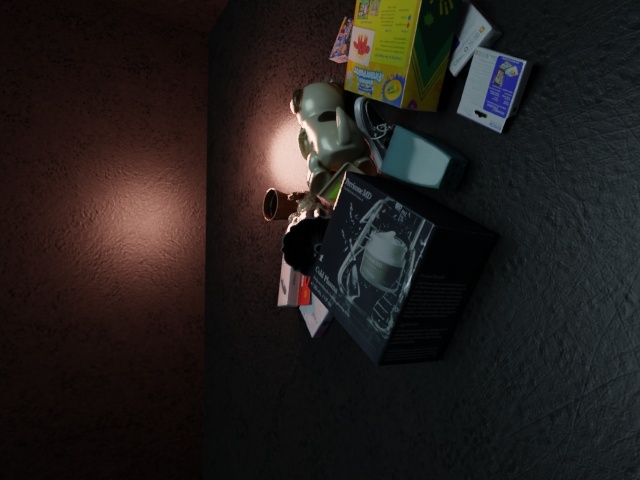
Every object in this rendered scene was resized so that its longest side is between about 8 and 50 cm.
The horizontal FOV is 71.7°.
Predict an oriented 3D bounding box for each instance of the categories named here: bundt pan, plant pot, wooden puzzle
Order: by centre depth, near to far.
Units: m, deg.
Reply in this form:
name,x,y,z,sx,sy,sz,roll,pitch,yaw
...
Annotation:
name,x,y,z,sx,sy,sz,roll,pitch,yaw
plant pot,0.356,-0.260,1.478,0.234,0.165,0.166,39,118,44
wooden puzzle,0.136,-0.171,1.743,0.221,0.238,0.044,-45,16,44
bundt pan,0.000,0.000,1.868,0.124,0.330,0.331,-91,25,-54
plant pot,-0.188,-0.177,2.288,0.167,0.165,0.167,-9,79,56

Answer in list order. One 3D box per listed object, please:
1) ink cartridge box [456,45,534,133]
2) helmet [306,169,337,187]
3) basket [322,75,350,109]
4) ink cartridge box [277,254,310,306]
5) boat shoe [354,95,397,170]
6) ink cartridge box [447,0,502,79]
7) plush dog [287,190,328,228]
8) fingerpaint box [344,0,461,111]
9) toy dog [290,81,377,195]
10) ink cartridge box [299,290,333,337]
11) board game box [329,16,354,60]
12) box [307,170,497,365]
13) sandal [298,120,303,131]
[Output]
name,x,y,z,sx,sy,sz,roll,pitch,yaw
ink cartridge box,0.520,-0.457,1.339,0.206,0.045,0.208,51,141,47
helmet,0.019,-0.280,1.990,0.169,0.169,0.162,-4,67,57
basket,0.041,-0.615,2.017,0.204,0.154,0.227,42,117,42
ink cartridge box,-0.124,0.174,2.174,0.261,0.066,0.297,157,121,-62
boat shoe,0.227,-0.392,1.636,0.104,0.113,0.307,-2,117,49
ink cartridge box,0.443,-0.729,1.489,0.176,0.069,0.371,-52,48,41
plush dog,-0.037,-0.136,2.040,0.210,0.262,0.226,-34,63,10
fingerpaint box,0.271,-0.689,1.579,0.445,0.163,0.372,-133,46,-56
toy dog,0.017,-0.446,1.778,0.395,0.284,0.408,66,-175,-63
ink cartridge box,0.011,0.272,2.018,0.311,0.065,0.186,-64,37,33
board game box,0.124,-0.878,1.969,0.194,0.060,0.194,-66,27,23
box,0.240,0.078,1.492,0.480,0.297,0.472,42,118,51
sandal,-0.059,-0.542,1.963,0.079,0.088,0.240,13,91,54
